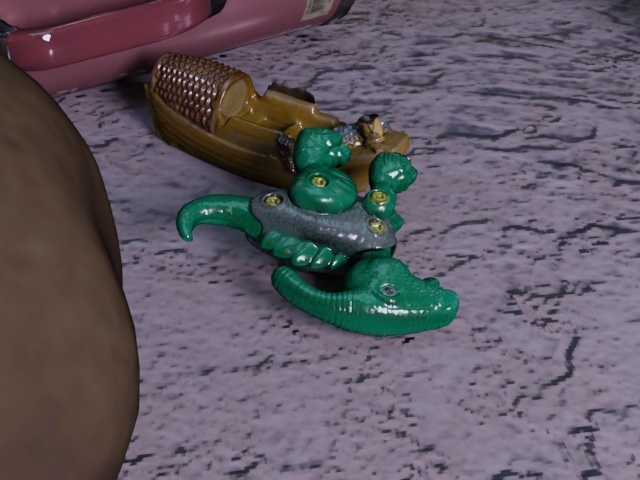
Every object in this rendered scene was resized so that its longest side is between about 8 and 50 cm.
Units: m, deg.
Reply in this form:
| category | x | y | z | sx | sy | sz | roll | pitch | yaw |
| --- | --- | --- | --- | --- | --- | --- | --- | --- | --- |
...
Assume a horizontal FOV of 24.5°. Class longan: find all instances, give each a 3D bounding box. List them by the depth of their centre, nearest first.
| category | x | y | z | sx | sy | sz | roll | pitch | yaw |
| --- | --- | --- | --- | --- | --- | --- | --- | --- | --- |
| longan | -0.166 | 0.023 | 0.478 | 0.248 | 0.248 | 0.248 | 2 | 34 | -1 |

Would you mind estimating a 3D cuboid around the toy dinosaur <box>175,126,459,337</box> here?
| category | x | y | z | sx | sy | sz | roll | pitch | yaw |
| --- | --- | --- | --- | --- | --- | --- | --- | --- | --- |
| toy dinosaur | 0.000 | 0.000 | 0.671 | 0.132 | 0.059 | 0.096 | 12 | 40 | 0 |

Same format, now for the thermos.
| category | x | y | z | sx | sy | sz | roll | pitch | yaw |
| --- | --- | --- | --- | --- | --- | --- | --- | --- | --- |
| thermos | -0.133 | -0.127 | 0.806 | 0.330 | 0.109 | 0.136 | -20 | 60 | -30 |

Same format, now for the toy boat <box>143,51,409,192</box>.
| category | x | y | z | sx | sy | sz | roll | pitch | yaw |
| --- | --- | --- | --- | --- | --- | --- | --- | --- | --- |
| toy boat | -0.025 | -0.059 | 0.759 | 0.149 | 0.049 | 0.047 | 18 | 36 | 22 |
